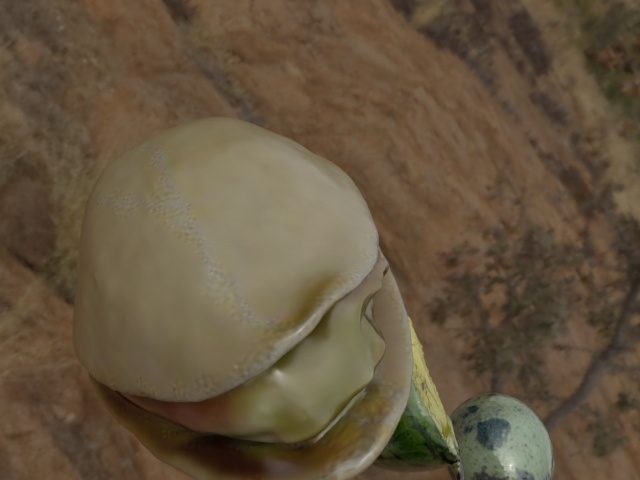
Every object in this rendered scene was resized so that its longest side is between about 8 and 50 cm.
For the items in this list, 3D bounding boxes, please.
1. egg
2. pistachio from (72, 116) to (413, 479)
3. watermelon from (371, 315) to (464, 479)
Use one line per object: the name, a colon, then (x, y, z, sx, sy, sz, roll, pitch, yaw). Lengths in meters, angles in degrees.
egg: (0.233, 0.280, 1.459, 0.141, 0.141, 0.181, 39, 18, -33)
pistachio: (-0.039, 0.024, 0.483, 0.144, 0.144, 0.215, 44, 3, -28)
watermelon: (0.056, 0.153, 1.144, 0.204, 0.127, 0.232, -103, 167, -79)
